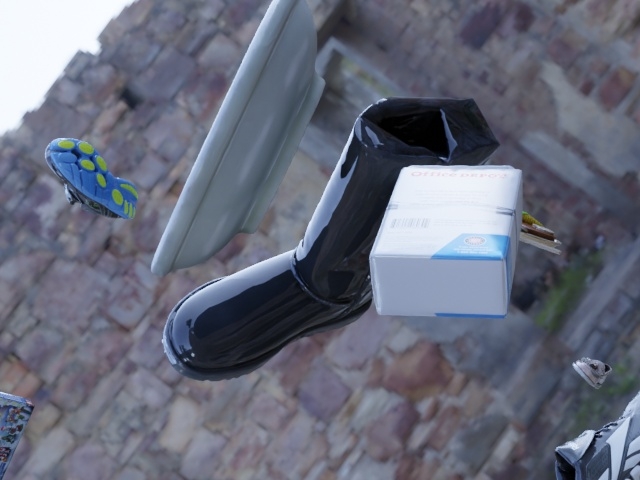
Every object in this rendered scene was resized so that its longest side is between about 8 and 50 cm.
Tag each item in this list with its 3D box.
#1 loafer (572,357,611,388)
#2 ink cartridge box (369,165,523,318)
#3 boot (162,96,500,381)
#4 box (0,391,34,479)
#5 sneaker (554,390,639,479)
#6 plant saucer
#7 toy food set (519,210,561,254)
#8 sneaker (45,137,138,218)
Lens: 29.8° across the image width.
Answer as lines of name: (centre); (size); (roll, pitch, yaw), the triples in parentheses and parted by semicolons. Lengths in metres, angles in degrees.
loafer: (0.403, 0.190, 1.775); (0.039, 0.045, 0.125); (-43, -23, 7)
ink cartridge box: (0.141, -0.002, 1.296); (0.190, 0.140, 0.082); (-65, -28, -56)
boot: (0.001, -0.001, 1.622); (0.367, 0.146, 0.445); (-23, -18, -35)
box: (-0.454, 0.267, 1.608); (0.027, 0.094, 0.137); (31, 99, 55)
sneaker: (0.345, 0.262, 1.468); (0.234, 0.106, 0.078); (-57, 1, -19)
plant saucer: (-0.082, -0.122, 1.478); (0.400, 0.101, 0.400); (-155, 90, -86)
toy food set: (0.352, -0.025, 2.053); (0.192, 0.132, 0.038); (-81, 11, -81)
sneaker: (-0.301, -0.070, 1.536); (0.188, 0.078, 0.067); (49, -141, -64)
